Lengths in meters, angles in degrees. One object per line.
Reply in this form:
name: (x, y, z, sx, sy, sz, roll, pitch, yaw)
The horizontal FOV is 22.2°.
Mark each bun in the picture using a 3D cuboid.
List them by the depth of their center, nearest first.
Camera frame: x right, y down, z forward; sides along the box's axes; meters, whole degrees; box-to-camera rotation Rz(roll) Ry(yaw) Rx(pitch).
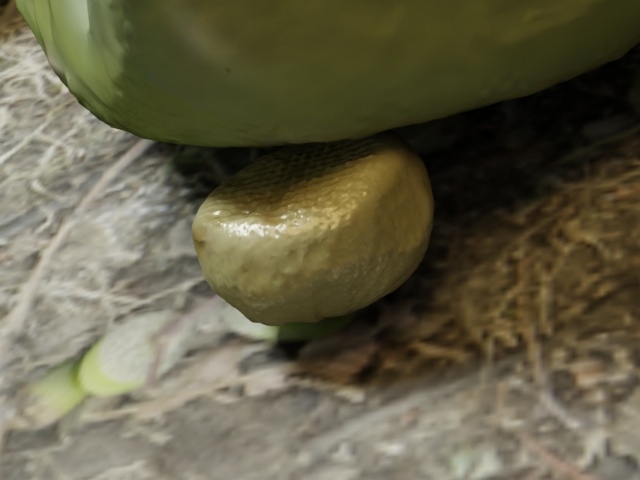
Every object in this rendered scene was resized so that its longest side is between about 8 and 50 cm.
bun: (0.000, 0.000, 0.558, 0.086, 0.055, 0.086, -18, 23, 8)

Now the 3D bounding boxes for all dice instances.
dice: (-0.001, -0.189, 0.595, 0.254, 0.252, 0.250, -16, 25, -14)
